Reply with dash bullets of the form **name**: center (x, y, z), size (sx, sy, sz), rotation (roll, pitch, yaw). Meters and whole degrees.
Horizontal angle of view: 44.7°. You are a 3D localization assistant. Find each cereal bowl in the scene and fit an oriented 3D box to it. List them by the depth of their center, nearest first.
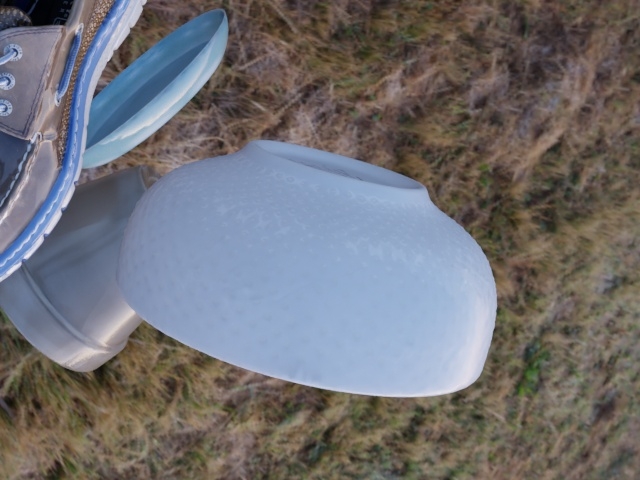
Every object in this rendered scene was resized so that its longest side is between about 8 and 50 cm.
- **cereal bowl**: center (0.000, 0.000, 0.685), size (0.339, 0.339, 0.141), rotation (5, 106, -41)

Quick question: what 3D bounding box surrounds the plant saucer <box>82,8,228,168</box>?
- **plant saucer**: center (-0.245, -0.206, 1.090), size (0.317, 0.317, 0.044), rotation (-49, 118, -14)

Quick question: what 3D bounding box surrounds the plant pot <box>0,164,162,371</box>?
- **plant pot**: center (-0.369, 0.021, 1.355), size (0.280, 0.323, 0.323), rotation (-32, 129, 5)

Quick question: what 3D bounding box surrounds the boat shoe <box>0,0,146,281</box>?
- **boat shoe**: center (-0.130, -0.070, 0.316), size (0.066, 0.066, 0.183), rotation (71, 32, -68)
